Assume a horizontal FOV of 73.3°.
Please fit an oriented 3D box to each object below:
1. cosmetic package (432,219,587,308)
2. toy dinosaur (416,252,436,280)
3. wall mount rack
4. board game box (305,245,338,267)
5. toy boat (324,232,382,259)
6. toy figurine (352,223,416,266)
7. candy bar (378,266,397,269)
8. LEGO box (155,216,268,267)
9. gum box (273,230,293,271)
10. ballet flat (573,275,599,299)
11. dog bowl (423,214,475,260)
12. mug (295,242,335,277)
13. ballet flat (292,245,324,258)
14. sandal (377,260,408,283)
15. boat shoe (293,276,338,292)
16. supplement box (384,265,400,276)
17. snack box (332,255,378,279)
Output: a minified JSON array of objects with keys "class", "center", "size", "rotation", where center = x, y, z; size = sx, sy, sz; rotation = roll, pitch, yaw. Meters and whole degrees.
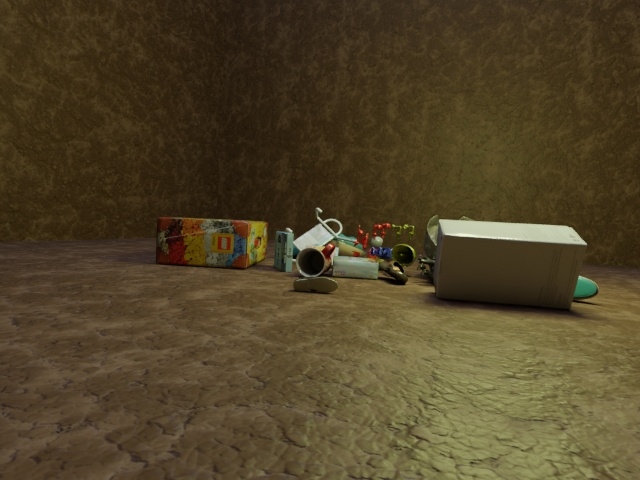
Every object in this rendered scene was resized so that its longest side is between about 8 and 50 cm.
[{"class":"cosmetic package","center":[0.542,0.065,1.285],"size":[0.386,0.217,0.156],"rotation":[6,23,9]},{"class":"toy dinosaur","center":[0.452,0.120,1.625],"size":[0.160,0.120,0.313],"rotation":[32,-12,-8]},{"class":"wall mount rack","center":[0.000,0.000,2.142],"size":[0.350,0.130,0.304],"rotation":[-36,64,-22]},{"class":"board game box","center":[0.003,0.075,1.995],"size":[0.154,0.103,0.026],"rotation":[3,-39,6]},{"class":"toy boat","center":[0.188,0.033,2.287],"size":[0.319,0.147,0.268],"rotation":[13,-8,43]},{"class":"toy figurine","center":[0.348,0.037,1.966],"size":[0.217,0.191,0.363],"rotation":[14,-10,-39]},{"class":"candy bar","center":[0.314,0.129,2.020],"size":[0.162,0.018,0.040],"rotation":[3,4,-7]},{"class":"LEGO box","center":[-0.464,-0.001,1.954],"size":[0.373,0.192,0.500],"rotation":[3,2,2]},{"class":"gum box","center":[-0.155,0.043,1.793],"size":[0.041,0.156,0.184],"rotation":[3,2,-16]},{"class":"ballet flat","center":[0.785,0.158,1.440],"size":[0.249,0.086,0.086],"rotation":[4,3,34]},{"class":"dog bowl","center":[0.596,0.034,1.808],"size":[0.349,0.102,0.348],"rotation":[11,39,-9]},{"class":"mug","center":[0.000,0.081,1.654],"size":[0.151,0.113,0.169],"rotation":[-15,-6,12]},{"class":"ballet flat","center":[-0.098,0.059,2.310],"size":[0.281,0.095,0.096],"rotation":[4,-9,7]},{"class":"sandal","center":[0.282,0.108,1.627],"size":[0.090,0.060,0.219],"rotation":[35,-1,-8]},{"class":"boat shoe","center":[-0.013,0.128,1.277],"size":[0.133,0.048,0.042],"rotation":[-1,10,8]},{"class":"supplement box","center":[0.308,0.130,1.804],"size":[0.062,0.036,0.098],"rotation":[4,2,-6]},{"class":"snack box","center":[0.135,0.106,1.730],"size":[0.175,0.070,0.207],"rotation":[4,2,2]}]
